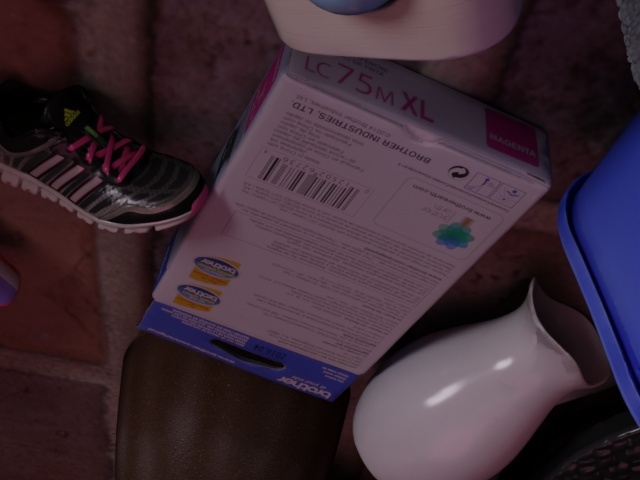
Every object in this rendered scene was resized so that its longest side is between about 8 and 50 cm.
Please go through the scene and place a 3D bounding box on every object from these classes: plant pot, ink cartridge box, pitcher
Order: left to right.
[{"bbox_3d":[-0.090,0.221,0.895,0.215,0.230,0.215,4,141,4],"label":"plant pot"},{"bbox_3d":[0.000,0.000,0.743,0.185,0.065,0.311,22,136,-15],"label":"ink cartridge box"},{"bbox_3d":[0.144,0.128,0.845,0.177,0.126,0.207,23,130,-41],"label":"pitcher"}]

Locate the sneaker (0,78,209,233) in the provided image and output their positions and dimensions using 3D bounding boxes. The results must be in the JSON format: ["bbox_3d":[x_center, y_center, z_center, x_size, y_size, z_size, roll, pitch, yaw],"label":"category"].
[{"bbox_3d":[-0.154,-0.060,0.677,0.170,0.063,0.075,19,141,16],"label":"sneaker"}]

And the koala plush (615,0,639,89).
[{"bbox_3d":[0.253,-0.164,0.441,0.221,0.203,0.196,0,155,-25],"label":"koala plush"}]

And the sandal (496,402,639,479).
[{"bbox_3d":[0.224,0.232,0.944,0.167,0.107,0.446,26,133,-22],"label":"sandal"}]

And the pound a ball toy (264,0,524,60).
[{"bbox_3d":[0.034,-0.214,0.377,0.208,0.136,0.319,8,145,25],"label":"pound a ball toy"}]

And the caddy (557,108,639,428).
[{"bbox_3d":[0.264,0.041,0.549,0.241,0.341,0.179,18,124,-16],"label":"caddy"}]

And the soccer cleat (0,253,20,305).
[{"bbox_3d":[-0.385,0.064,0.855,0.318,0.109,0.116,-25,135,31],"label":"soccer cleat"}]
